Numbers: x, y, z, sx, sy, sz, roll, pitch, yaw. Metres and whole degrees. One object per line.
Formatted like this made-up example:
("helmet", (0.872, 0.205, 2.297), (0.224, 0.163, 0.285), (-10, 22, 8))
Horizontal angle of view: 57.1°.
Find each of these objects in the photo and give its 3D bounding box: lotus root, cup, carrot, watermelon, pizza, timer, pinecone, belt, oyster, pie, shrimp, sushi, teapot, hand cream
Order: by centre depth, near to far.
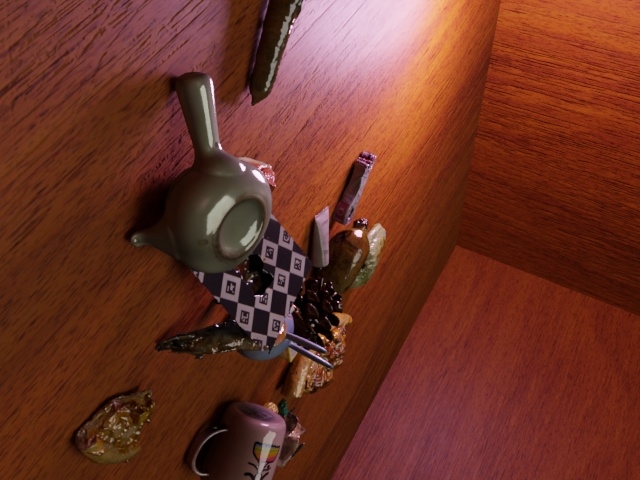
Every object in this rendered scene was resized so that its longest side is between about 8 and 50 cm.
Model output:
("teapot", (-0.173, -0.102, 1.001), (0.220, 0.149, 0.318), (2, 111, -60))
("carrot", (-0.070, -0.407, 1.066), (0.070, 0.070, 0.342), (-24, 134, -62))
("pizza", (-0.369, 0.353, 1.118), (0.161, 0.063, 0.182), (-58, 156, -27))
("watermelon", (-0.129, -0.098, 1.173), (0.125, 0.094, 0.135), (-6, 98, -64))
("sushi", (-0.151, 0.057, 1.236), (0.290, 0.050, 0.264), (53, 45, -34))
("shrimp", (-0.212, 0.174, 1.259), (0.296, 0.169, 0.058), (0, 129, -31))
("timer", (-0.094, 0.209, 1.404), (0.175, 0.256, 0.175), (0, 90, -79))
("cup", (-0.222, 0.541, 1.544), (0.253, 0.191, 0.200), (19, 90, -37))
("pinecone", (-0.027, 0.188, 1.595), (0.207, 0.208, 0.207), (-51, 154, -37))
("hand cream", (0.000, 0.000, 1.686), (0.087, 0.054, 0.186), (-44, 143, -54))
("oyster", (-0.171, 0.636, 1.759), (0.354, 0.107, 0.201), (-55, -165, 24))
("belt", (0.103, -0.158, 1.764), (0.232, 0.053, 0.071), (-67, 159, 1))
("lotus root", (0.073, 0.047, 1.793), (0.260, 0.128, 0.145), (-61, -179, 10))
("pizza", (-0.006, 0.405, 2.015), (0.409, 0.114, 0.277), (-40, 142, -46))
("pie", (0.170, 0.053, 2.097), (0.201, 0.090, 0.248), (-34, 146, -60))

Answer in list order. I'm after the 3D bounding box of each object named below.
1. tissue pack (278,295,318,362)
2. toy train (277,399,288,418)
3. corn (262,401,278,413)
("tissue pack", (-0.072, 0.262, 1.757), (0.176, 0.062, 0.095), (-51, 152, -35))
("toy train", (-0.125, 0.577, 2.002), (0.045, 0.029, 0.092), (-58, 158, -44))
("corn", (-0.194, 0.558, 1.753), (0.206, 0.067, 0.067), (-40, 146, -52))
